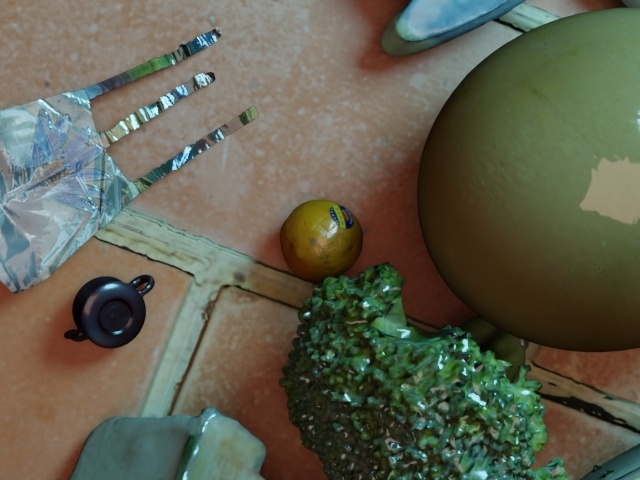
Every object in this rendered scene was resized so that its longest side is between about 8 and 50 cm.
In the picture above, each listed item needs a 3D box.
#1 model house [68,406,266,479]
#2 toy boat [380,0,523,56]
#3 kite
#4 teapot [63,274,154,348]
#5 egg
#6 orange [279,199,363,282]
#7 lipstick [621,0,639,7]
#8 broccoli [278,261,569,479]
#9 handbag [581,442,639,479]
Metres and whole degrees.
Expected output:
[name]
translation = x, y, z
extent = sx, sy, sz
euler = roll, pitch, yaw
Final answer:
[model house]
translation = -0.091, 0.349, 1.174
extent = 0.325, 0.194, 0.267
euler = 37, 60, -31
[toy boat]
translation = 0.152, -0.329, 1.184
extent = 0.330, 0.123, 0.215
euler = -42, 90, 9
[kite]
translation = -0.205, -0.079, 1.177
extent = 0.310, 0.015, 0.169
euler = -25, 102, -13
[teapot]
translation = -0.203, 0.065, 1.193
extent = 0.100, 0.045, 0.068
euler = -39, 122, -20
[egg]
translation = 0.269, -0.058, 1.109
extent = 0.374, 0.301, 0.301
euler = -18, 96, -16
[orange]
translation = 0.000, 0.001, 1.193
extent = 0.083, 0.083, 0.084
euler = -1, 95, -6
[lipstick]
translation = 0.408, -0.187, 1.220
extent = 0.327, 0.087, 0.087
euler = 42, 89, -8
[broccoli]
translation = 0.089, 0.157, 1.139
extent = 0.235, 0.260, 0.288
euler = -20, 94, 10
[handbag]
translation = 0.412, 0.329, 1.220
extent = 0.241, 0.109, 0.315
euler = -29, 83, 0
